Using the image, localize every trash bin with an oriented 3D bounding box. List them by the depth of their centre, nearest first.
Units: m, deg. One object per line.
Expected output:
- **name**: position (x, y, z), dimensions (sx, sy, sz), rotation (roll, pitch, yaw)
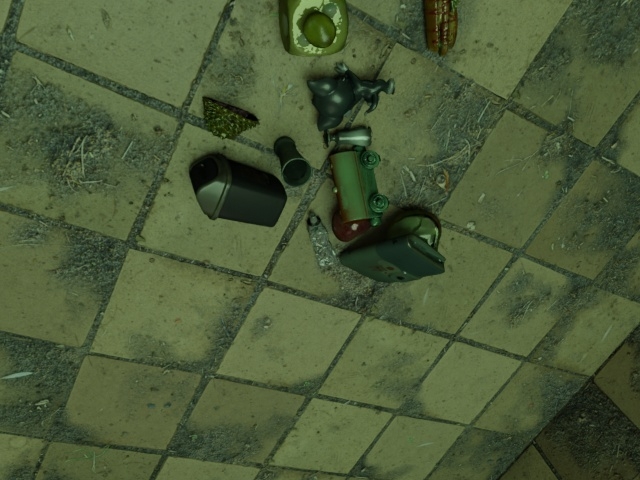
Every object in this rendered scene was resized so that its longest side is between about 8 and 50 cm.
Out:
- **trash bin**: position (-0.272, -0.158, 1.738), dimensions (0.290, 0.209, 0.182), rotation (14, 115, -30)

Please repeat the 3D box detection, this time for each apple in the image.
- **apple**: position (0.111, -0.070, 1.940), dimensions (0.153, 0.153, 0.120), rotation (-30, 85, 4)
- **apple**: position (0.354, -0.025, 2.025), dimensions (0.188, 0.173, 0.207), rotation (6, 140, 18)

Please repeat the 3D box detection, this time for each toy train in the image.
- **toy train**: position (0.123, -0.181, 1.830), dimensions (0.177, 0.116, 0.285), rotation (-9, 84, -12)

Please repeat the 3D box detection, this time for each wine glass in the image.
- **wine glass**: position (0.091, -0.346, 1.803), dimensions (0.155, 0.072, 0.072), rotation (-5, 122, -14)

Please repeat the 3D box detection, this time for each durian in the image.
- **durian**: position (-0.283, -0.354, 1.659), dimensions (0.187, 0.119, 0.108), rotation (16, 111, -26)

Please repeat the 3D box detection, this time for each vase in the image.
- **vase**: position (-0.096, -0.259, 1.713), dimensions (0.096, 0.219, 0.096), rotation (-7, 122, -11)

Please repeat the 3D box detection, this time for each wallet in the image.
- **wallet**: position (0.271, 0.082, 2.013), dimensions (0.252, 0.083, 0.360), rotation (32, 150, -30)

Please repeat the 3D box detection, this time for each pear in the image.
- **pear**: position (-0.002, -0.552, 1.428), dimensions (0.092, 0.097, 0.092), rotation (-11, 156, -5)

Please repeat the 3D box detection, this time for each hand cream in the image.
- **hand cream**: position (-0.001, -0.002, 2.009), dimensions (0.084, 0.050, 0.257), rotation (-21, 128, 1)

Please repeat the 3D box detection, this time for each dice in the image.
- **dice**: position (-0.022, -0.625, 1.534), dimensions (0.169, 0.169, 0.166), rotation (-9, 124, -11)

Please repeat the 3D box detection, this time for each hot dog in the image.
- **hot dog**: position (0.377, -0.692, 1.668), dimensions (0.104, 0.076, 0.250), rotation (-15, 122, -8)

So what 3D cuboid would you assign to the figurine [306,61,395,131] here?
- **figurine**: position (0.099, -0.446, 1.706), dimensions (0.265, 0.140, 0.193), rotation (6, 141, 7)
